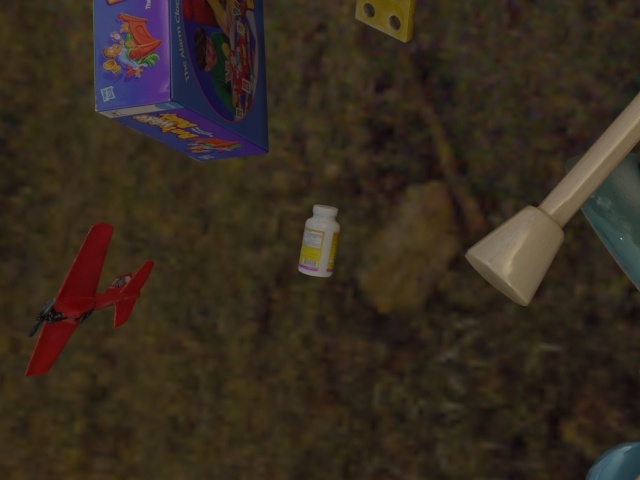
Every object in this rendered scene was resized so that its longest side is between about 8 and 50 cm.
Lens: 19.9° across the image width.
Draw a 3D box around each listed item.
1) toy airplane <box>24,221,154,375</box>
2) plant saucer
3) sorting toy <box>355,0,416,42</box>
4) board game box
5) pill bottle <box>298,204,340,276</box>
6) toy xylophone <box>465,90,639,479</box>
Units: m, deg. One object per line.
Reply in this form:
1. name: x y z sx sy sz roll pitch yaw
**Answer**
1. toy airplane: -0.184 0.050 1.470 0.028 0.151 0.151 34 124 17
2. plant saucer: 0.309 0.041 1.371 0.044 0.317 0.318 -44 35 17
3. sorting toy: -0.029 -0.246 1.233 0.274 0.046 0.132 48 140 13
4. board game box: -0.133 -0.270 1.757 0.233 0.078 0.347 25 -119 -67
5. pill bottle: 0.000 0.000 2.220 0.043 0.043 0.083 -149 68 -66
6. toy xylophone: 0.197 0.016 0.685 0.322 0.236 0.081 -43 2 -9
